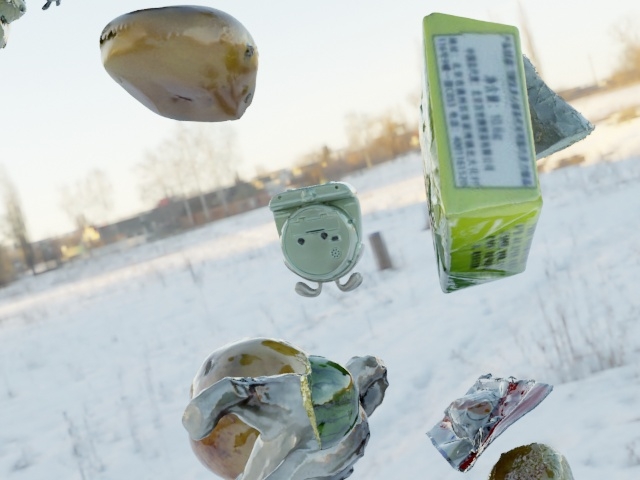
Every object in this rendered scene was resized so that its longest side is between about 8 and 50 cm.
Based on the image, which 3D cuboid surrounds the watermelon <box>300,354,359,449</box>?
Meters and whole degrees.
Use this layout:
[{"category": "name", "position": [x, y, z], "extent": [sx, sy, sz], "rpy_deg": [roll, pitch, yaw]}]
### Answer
[{"category": "watermelon", "position": [0.012, 0.175, 1.192], "extent": [0.062, 0.106, 0.105], "rpy_deg": [-10, 1, -7]}]

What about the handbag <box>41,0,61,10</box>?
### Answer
[{"category": "handbag", "position": [-0.483, -0.461, 1.880], "extent": [0.047, 0.111, 0.072], "rpy_deg": [-29, 3, 41]}]

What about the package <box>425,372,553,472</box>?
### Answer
[{"category": "package", "position": [0.260, 0.290, 1.743], "extent": [0.194, 0.071, 0.269], "rpy_deg": [-51, 14, -11]}]

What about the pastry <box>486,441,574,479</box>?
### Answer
[{"category": "pastry", "position": [0.303, 0.367, 1.584], "extent": [0.153, 0.081, 0.153], "rpy_deg": [-28, 39, 26]}]

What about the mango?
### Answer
[{"category": "mango", "position": [-0.210, -0.275, 1.587], "extent": [0.236, 0.136, 0.166], "rpy_deg": [1, -31, 9]}]

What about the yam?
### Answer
[{"category": "yam", "position": [0.393, -0.255, 2.090], "extent": [0.154, 0.254, 0.154], "rpy_deg": [-42, -11, -10]}]

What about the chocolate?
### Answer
[{"category": "chocolate", "position": [0.210, -0.113, 1.471], "extent": [0.137, 0.301, 0.289], "rpy_deg": [-6, -22, 3]}]

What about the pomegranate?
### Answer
[{"category": "pomegranate", "position": [-0.091, 0.266, 1.685], "extent": [0.248, 0.248, 0.248], "rpy_deg": [-16, 2, 1]}]

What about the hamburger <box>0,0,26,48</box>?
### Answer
[{"category": "hamburger", "position": [-0.635, -0.482, 1.937], "extent": [0.134, 0.285, 0.265], "rpy_deg": [-25, 40, 5]}]

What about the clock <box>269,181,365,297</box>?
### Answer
[{"category": "clock", "position": [0.000, 0.000, 1.846], "extent": [0.151, 0.191, 0.062], "rpy_deg": [-10, 1, 13]}]

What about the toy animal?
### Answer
[{"category": "toy animal", "position": [-0.024, 0.318, 1.405], "extent": [0.194, 0.344, 0.302], "rpy_deg": [29, 35, 30]}]
